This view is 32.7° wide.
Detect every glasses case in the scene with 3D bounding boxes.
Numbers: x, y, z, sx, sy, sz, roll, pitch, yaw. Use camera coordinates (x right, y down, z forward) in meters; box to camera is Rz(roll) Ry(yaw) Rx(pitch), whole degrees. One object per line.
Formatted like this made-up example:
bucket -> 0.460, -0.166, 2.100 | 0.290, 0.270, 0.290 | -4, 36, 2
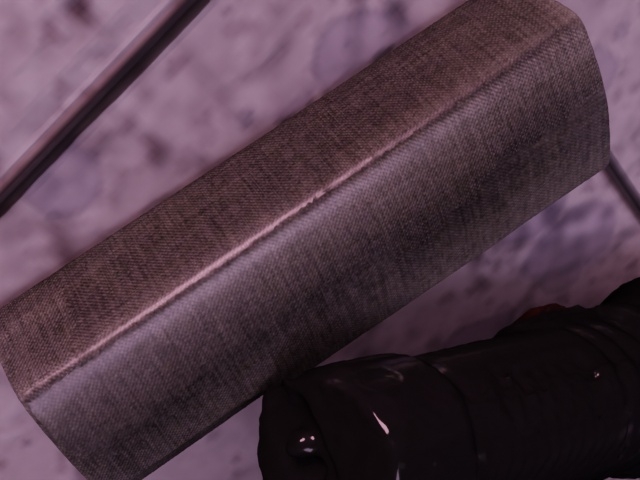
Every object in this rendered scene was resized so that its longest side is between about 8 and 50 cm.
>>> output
glasses case -> 0.000, 0.000, 0.354 | 0.205, 0.047, 0.071 | -34, 133, -9

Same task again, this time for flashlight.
flashlight -> 0.081, 0.061, 0.401 | 0.232, 0.093, 0.093 | -3, 122, -40
